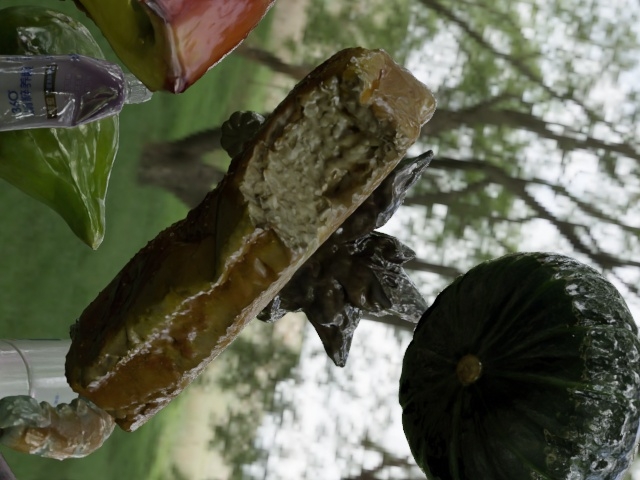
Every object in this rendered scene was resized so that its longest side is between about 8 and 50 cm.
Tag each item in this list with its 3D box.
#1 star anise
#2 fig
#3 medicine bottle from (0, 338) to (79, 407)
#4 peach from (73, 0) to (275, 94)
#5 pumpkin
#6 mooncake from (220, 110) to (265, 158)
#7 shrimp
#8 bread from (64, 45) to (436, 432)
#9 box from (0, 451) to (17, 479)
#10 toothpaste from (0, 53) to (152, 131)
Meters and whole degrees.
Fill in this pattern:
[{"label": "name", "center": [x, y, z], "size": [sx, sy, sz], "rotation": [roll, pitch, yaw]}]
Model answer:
[{"label": "star anise", "center": [0.018, 0.000, 1.500], "size": [0.108, 0.315, 0.315], "rotation": [-36, 140, -66]}, {"label": "fig", "center": [-0.298, -0.116, 1.393], "size": [0.275, 0.206, 0.206], "rotation": [60, -20, 14]}, {"label": "medicine bottle", "center": [-0.405, 0.198, 1.727], "size": [0.341, 0.130, 0.130], "rotation": [5, 96, -58]}, {"label": "peach", "center": [-0.122, -0.250, 0.762], "size": [0.281, 0.281, 0.339], "rotation": [120, -29, -70]}, {"label": "pumpkin", "center": [0.192, 0.134, 1.151], "size": [0.250, 0.216, 0.250], "rotation": [-9, -101, 56]}, {"label": "mooncake", "center": [-0.114, -0.259, 1.350], "size": [0.347, 0.150, 0.057], "rotation": [59, 5, -8]}, {"label": "shrimp", "center": [-0.285, 0.152, 1.369], "size": [0.049, 0.161, 0.166], "rotation": [-26, -123, 46]}, {"label": "bread", "center": [-0.068, 0.003, 0.993], "size": [0.380, 0.109, 0.185], "rotation": [-44, -178, 37]}, {"label": "box", "center": [-0.345, 0.242, 1.194], "size": [0.120, 0.224, 0.069], "rotation": [-43, 160, 15]}, {"label": "toothpaste", "center": [-0.284, -0.135, 1.141], "size": [0.048, 0.301, 0.075], "rotation": [-6, -89, 50]}]
